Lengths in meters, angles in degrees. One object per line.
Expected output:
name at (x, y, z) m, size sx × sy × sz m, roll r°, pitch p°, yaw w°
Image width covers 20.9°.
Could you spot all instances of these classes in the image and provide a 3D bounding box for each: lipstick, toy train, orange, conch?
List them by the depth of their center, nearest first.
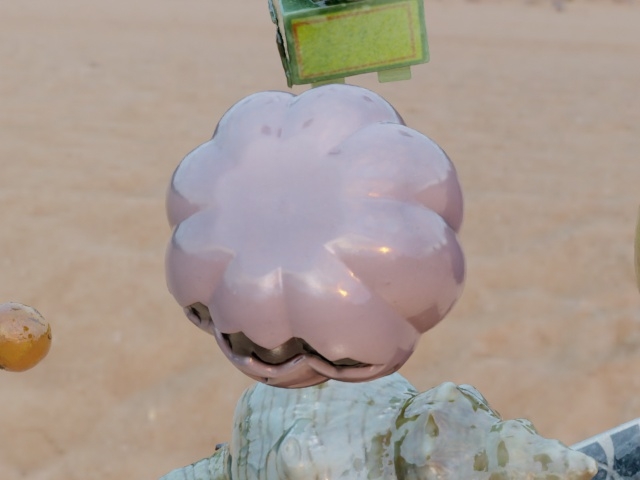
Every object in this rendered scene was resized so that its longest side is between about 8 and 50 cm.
conch at (0.011, 0.164, 1.202) m, size 0.386 × 0.203 × 0.169 m, roll -6°, pitch -4°, yaw 23°
lipstick at (0.194, 0.237, 1.541) m, size 0.289 × 0.077 × 0.076 m, roll -29°, pitch -23°, yaw 28°
toy train at (0.013, -0.264, 1.554) m, size 0.159 × 0.188 × 0.272 m, roll -10°, pitch 33°, yaw -3°
orange at (-0.341, 0.109, 1.938) m, size 0.083 × 0.083 × 0.083 m, roll 3°, pitch 8°, yaw 0°

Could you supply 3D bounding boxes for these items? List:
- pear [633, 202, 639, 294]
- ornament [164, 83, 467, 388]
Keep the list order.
pear at (0.394, 0.003, 1.358) m, size 0.304 × 0.304 × 0.304 m, roll 3°, pitch 8°, yaw 0°
ornament at (0.000, 0.000, 1.000) m, size 0.177 × 0.177 × 0.177 m, roll 3°, pitch 8°, yaw 0°
